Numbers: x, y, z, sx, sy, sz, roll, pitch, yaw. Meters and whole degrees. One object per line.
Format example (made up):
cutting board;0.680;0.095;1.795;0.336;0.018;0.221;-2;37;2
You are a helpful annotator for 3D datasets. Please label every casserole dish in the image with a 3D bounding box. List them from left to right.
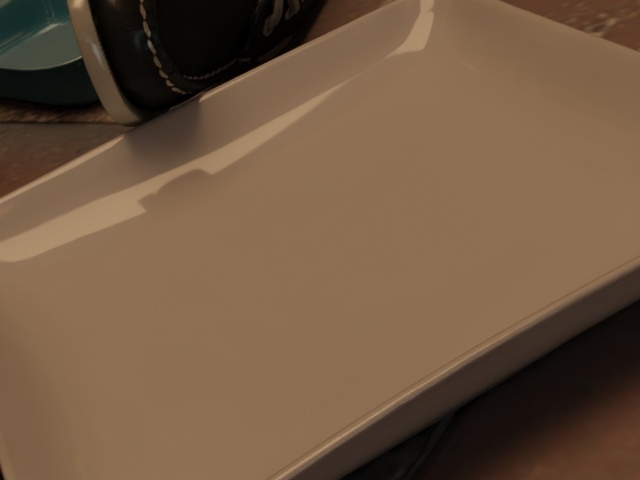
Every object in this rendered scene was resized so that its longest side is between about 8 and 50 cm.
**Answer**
casserole dish;-0.157;-0.122;0.810;0.188;0.037;0.114;14;44;45

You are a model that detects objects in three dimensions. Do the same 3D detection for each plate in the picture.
plate;0.000;0.000;0.498;0.278;0.045;0.277;-29;29;-13

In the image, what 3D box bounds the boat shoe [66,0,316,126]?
boat shoe;-0.050;-0.146;0.686;0.091;0.114;0.302;-9;27;12
